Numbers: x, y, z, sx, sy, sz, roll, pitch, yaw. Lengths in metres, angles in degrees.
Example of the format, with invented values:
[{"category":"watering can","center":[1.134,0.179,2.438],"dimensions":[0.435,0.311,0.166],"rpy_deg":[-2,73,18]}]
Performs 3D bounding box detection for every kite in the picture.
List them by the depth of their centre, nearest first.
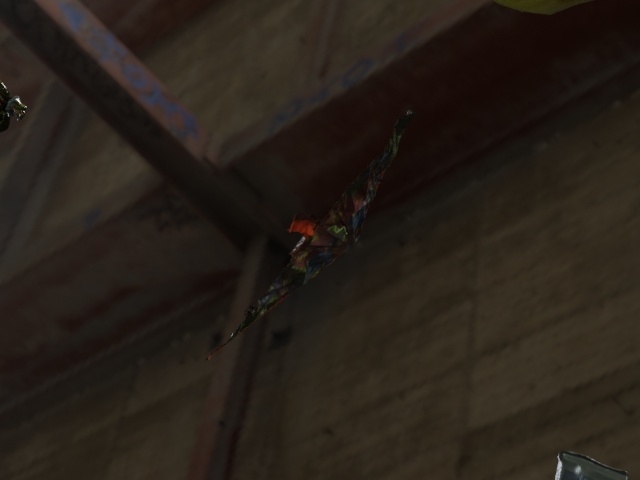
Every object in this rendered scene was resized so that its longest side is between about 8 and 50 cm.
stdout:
[{"category":"kite","center":[0.000,0.000,1.031],"dimensions":[0.232,0.009,0.189],"rpy_deg":[-52,166,3]}]

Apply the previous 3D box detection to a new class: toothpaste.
[{"category":"toothpaste","center":[0.272,0.350,1.586],"dimensions":[0.069,0.047,0.268],"rpy_deg":[40,-51,40]}]

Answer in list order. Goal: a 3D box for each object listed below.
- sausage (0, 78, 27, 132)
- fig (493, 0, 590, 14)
[{"category":"sausage","center":[-0.464,-0.173,1.479],"dimensions":[0.371,0.082,0.082],"rpy_deg":[15,-124,19]},{"category":"fig","center":[0.108,-0.183,0.688],"dimensions":[0.136,0.153,0.121],"rpy_deg":[-62,169,-5]}]
